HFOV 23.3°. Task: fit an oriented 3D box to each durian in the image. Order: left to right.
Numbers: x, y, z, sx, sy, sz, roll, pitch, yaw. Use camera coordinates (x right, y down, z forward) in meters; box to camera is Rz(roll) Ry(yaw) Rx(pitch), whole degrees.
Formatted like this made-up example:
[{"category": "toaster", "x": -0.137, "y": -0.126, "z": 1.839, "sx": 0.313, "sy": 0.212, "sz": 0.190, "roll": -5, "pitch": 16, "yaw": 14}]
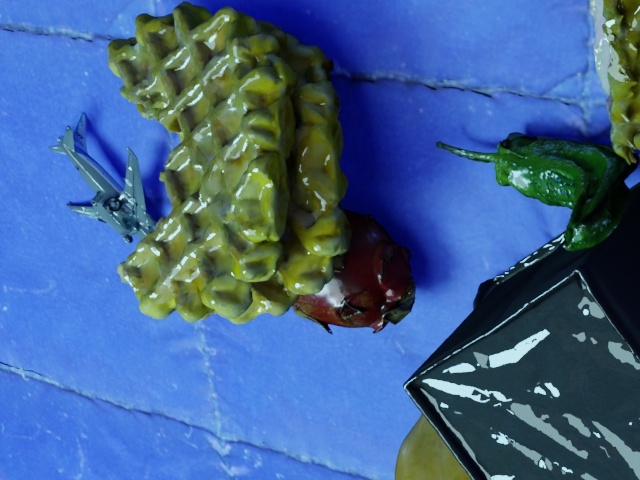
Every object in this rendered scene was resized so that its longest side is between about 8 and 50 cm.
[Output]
[{"category": "durian", "x": 0.267, "y": -0.185, "z": 1.274, "sx": 0.186, "sy": 0.195, "sz": 0.305, "roll": 11, "pitch": 120, "yaw": 24}]

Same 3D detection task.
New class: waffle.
[{"category": "waffle", "x": -0.098, "y": -0.077, "z": 1.568, "sx": 0.261, "sy": 0.151, "sz": 0.324, "roll": -13, "pitch": 80, "yaw": 38}]

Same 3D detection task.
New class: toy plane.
[{"category": "toy plane", "x": -0.234, "y": -0.044, "z": 1.819, "sx": 0.226, "sy": 0.058, "sz": 0.226, "roll": 55, "pitch": 149, "yaw": -3}]

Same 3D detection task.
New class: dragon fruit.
[{"category": "dragon fruit", "x": 0.000, "y": 0.000, "z": 1.645, "sx": 0.246, "sy": 0.125, "sz": 0.125, "roll": 53, "pitch": 150, "yaw": 21}]

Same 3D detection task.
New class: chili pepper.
[{"category": "chili pepper", "x": 0.217, "y": -0.054, "z": 1.423, "sx": 0.279, "sy": 0.122, "sz": 0.065, "roll": -145, "pitch": 47, "yaw": -66}]

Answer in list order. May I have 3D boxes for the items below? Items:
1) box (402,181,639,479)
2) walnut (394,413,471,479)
[{"category": "box", "x": 0.293, "y": 0.161, "z": 1.443, "sx": 0.345, "sy": 0.204, "sz": 0.251, "roll": 52, "pitch": 133, "yaw": 0}, {"category": "walnut", "x": 0.185, "y": 0.280, "z": 1.603, "sx": 0.203, "sy": 0.203, "sz": 0.297, "roll": -13, "pitch": 104, "yaw": 41}]
